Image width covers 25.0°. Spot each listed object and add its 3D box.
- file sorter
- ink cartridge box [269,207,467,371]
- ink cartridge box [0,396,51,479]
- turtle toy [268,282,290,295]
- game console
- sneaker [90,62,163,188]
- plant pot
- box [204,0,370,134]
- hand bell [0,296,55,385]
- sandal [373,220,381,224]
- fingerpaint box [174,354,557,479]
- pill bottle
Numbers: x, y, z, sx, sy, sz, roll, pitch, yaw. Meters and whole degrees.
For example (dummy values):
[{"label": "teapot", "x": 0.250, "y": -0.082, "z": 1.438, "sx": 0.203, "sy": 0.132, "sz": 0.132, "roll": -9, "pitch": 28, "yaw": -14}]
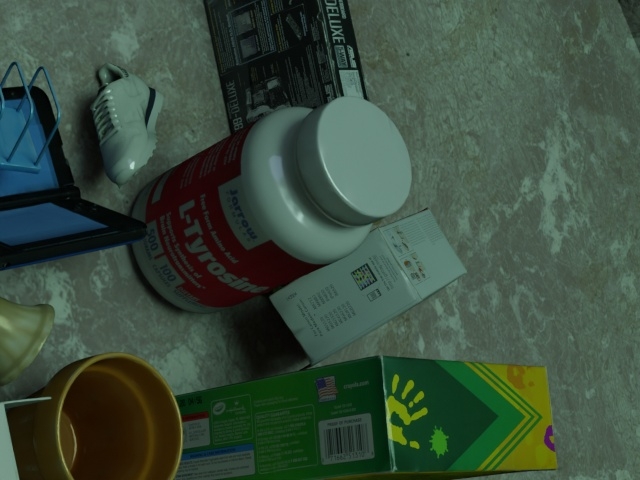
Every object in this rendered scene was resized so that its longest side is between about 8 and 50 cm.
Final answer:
[{"label": "file sorter", "x": -0.436, "y": -0.171, "z": 1.864, "sx": 0.170, "sy": 0.104, "sz": 0.118, "roll": 7, "pitch": 44, "yaw": -36}, {"label": "ink cartridge box", "x": 0.053, "y": 0.083, "z": 2.240, "sx": 0.130, "sy": 0.272, "sz": 0.309, "roll": 59, "pitch": 18, "yaw": 4}, {"label": "ink cartridge box", "x": -0.495, "y": 0.271, "z": 1.670, "sx": 0.353, "sy": 0.207, "sz": 0.119, "roll": -6, "pitch": 83, "yaw": -48}, {"label": "turtle toy", "x": -0.058, "y": 0.047, "z": 2.317, "sx": 0.130, "sy": 0.066, "sz": 0.095, "roll": 46, "pitch": 49, "yaw": -29}, {"label": "game console", "x": -0.406, "y": -0.089, "z": 1.907, "sx": 0.293, "sy": 0.250, "sz": 0.173, "roll": -14, "pitch": 116, "yaw": -48}, {"label": "sneaker", "x": -0.291, "y": -0.165, "z": 2.079, "sx": 0.095, "sy": 0.090, "sz": 0.235, "roll": 43, "pitch": 23, "yaw": -29}, {"label": "plant pot", "x": -0.317, "y": 0.258, "z": 1.884, "sx": 0.205, "sy": 0.188, "sz": 0.205, "roll": 15, "pitch": 69, "yaw": -44}, {"label": "box", "x": -0.061, "y": -0.319, "z": 2.286, "sx": 0.077, "sy": 0.242, "sz": 0.307, "roll": -8, "pitch": 85, "yaw": -48}, {"label": "hand bell", "x": -0.470, "y": 0.069, "z": 1.833, "sx": 0.242, "sy": 0.126, "sz": 0.126, "roll": 40, "pitch": 53, "yaw": -27}, {"label": "sandal", "x": -0.004, "y": -0.002, "z": 2.401, "sx": 0.240, "sy": 0.088, "sz": 0.079, "roll": -4, "pitch": 109, "yaw": -42}, {"label": "fingerpaint box", "x": 0.050, "y": 0.276, "z": 2.087, "sx": 0.371, "sy": 0.445, "sz": 0.163, "roll": 8, "pitch": 72, "yaw": -45}, {"label": "pill bottle", "x": -0.071, "y": -0.053, "z": 2.059, "sx": 0.229, "sy": 0.408, "sz": 0.229, "roll": 19, "pitch": 60, "yaw": -37}]
